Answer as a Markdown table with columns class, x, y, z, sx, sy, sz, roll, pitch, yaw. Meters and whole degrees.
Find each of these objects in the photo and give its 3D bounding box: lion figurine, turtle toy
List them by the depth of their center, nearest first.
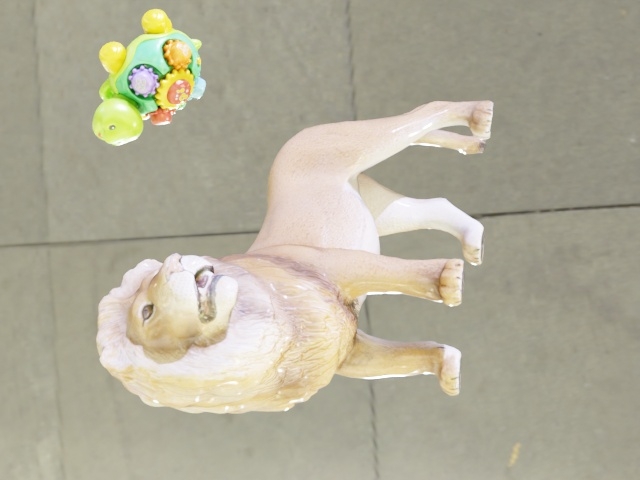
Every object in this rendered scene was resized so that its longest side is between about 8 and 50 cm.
| class | x | y | z | sx | sy | sz | roll | pitch | yaw |
| --- | --- | --- | --- | --- | --- | --- | --- | --- | --- |
| lion figurine | 0.000 | 0.000 | 0.891 | 0.240 | 0.392 | 0.142 | 4 | 119 | 13 |
| turtle toy | -0.156 | -0.139 | 1.051 | 0.130 | 0.095 | 0.066 | -41 | 58 | -12 |
